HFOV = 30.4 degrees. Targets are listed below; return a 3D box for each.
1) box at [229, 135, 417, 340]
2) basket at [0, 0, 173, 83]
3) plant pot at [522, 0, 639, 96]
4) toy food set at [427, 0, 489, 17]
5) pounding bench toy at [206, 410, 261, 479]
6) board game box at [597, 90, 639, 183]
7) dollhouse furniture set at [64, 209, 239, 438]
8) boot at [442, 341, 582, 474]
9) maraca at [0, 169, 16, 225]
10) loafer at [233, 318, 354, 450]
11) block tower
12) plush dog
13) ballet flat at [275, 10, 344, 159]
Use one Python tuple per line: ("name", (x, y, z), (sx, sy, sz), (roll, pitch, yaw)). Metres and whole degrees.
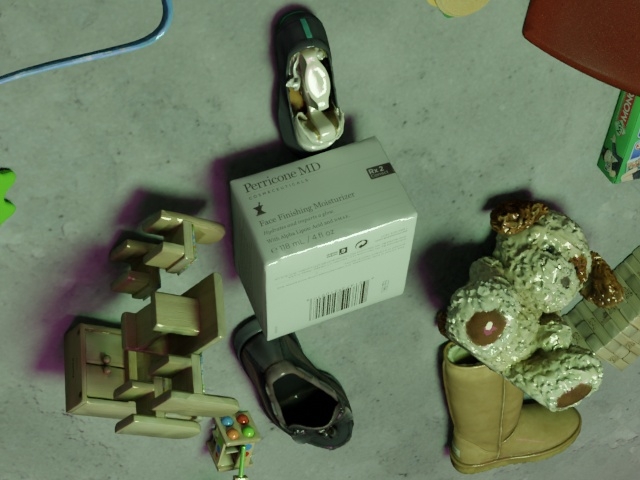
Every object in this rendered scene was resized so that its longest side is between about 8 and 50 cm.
("box", (0.000, 0.000, 1.339), (0.181, 0.119, 0.182), (-19, 150, -13))
("basket", (-0.267, -0.257, 0.888), (0.255, 0.201, 0.288), (-19, 105, -13))
("plant pot", (0.413, -0.281, 1.255), (0.267, 0.235, 0.267), (-10, 134, -21))
("toy food set", (0.157, -0.277, 1.270), (0.083, 0.020, 0.083), (25, 114, -43))
("pounding bench toy", (-0.112, 0.281, 1.589), (0.052, 0.083, 0.065), (-4, 131, -27))
("board game box", (0.532, -0.194, 1.546), (0.317, 0.046, 0.213), (-11, 133, -21))
("dollhouse furniture set", (-0.161, 0.120, 1.327), (0.161, 0.212, 0.242), (13, 148, -36))
("boot", (0.298, 0.233, 1.781), (0.236, 0.089, 0.269), (-19, 135, -14))
("maraca", (-0.376, -0.015, 1.156), (0.186, 0.099, 0.127), (-31, 148, -41))
("loafer", (-0.026, 0.217, 1.570), (0.109, 0.095, 0.302), (-32, 138, 0))
("block tower", (0.513, 0.051, 1.731), (0.335, 0.091, 0.097), (-44, 136, 14))
("plush dog", (0.273, 0.065, 1.563), (0.262, 0.210, 0.225), (36, 88, -28))
("ballet flat", (-0.010, -0.148, 1.259), (0.074, 0.074, 0.203), (-20, 137, -13))
